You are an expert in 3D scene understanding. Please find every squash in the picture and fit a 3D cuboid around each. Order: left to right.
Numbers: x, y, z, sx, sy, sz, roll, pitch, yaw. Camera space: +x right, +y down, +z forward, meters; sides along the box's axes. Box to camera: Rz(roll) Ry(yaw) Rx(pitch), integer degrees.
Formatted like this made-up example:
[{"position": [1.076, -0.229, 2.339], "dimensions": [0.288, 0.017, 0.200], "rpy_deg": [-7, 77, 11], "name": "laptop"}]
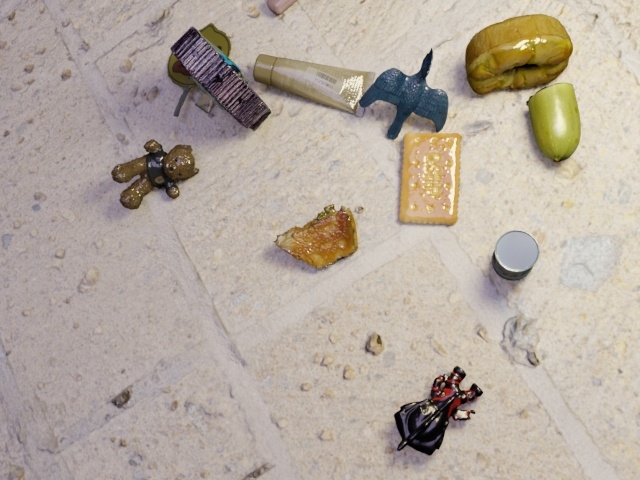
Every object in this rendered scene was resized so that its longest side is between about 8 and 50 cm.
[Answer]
[{"position": [0.589, -0.287, 1.446], "dimensions": [0.123, 0.123, 0.187], "rpy_deg": [-7, 76, 13], "name": "squash"}]

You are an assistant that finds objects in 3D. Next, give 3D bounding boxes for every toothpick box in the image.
[{"position": [0.466, 0.038, 1.389], "dimensions": [0.101, 0.153, 0.101], "rpy_deg": [-3, 77, 14], "name": "toothpick box"}]

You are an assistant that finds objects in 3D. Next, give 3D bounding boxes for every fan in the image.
[{"position": [-0.393, -0.530, 1.787], "dimensions": [0.229, 0.011, 0.335], "rpy_deg": [11, 74, 26], "name": "fan"}, {"position": [-0.059, -0.777, 1.742], "dimensions": [0.244, 0.074, 0.130], "rpy_deg": [-42, 72, 4], "name": "fan"}]

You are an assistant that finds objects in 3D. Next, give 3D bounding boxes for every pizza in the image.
[{"position": [0.000, 0.000, 1.569], "dimensions": [0.226, 0.069, 0.147], "rpy_deg": [-29, 94, 10], "name": "pizza"}]

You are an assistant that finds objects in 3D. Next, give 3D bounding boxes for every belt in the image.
[{"position": [-0.277, -0.444, 1.600], "dimensions": [0.122, 0.325, 0.260], "rpy_deg": [-44, 53, 6], "name": "belt"}]

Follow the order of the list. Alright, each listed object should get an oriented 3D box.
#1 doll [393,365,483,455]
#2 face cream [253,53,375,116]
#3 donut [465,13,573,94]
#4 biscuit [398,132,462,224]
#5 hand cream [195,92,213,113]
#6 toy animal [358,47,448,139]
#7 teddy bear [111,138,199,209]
[{"position": [0.277, 0.421, 1.399], "dimensions": [0.249, 0.088, 0.127], "rpy_deg": [-45, 51, -8], "name": "doll"}, {"position": [-0.023, -0.460, 1.670], "dimensions": [0.341, 0.084, 0.137], "rpy_deg": [16, 85, 9], "name": "face cream"}, {"position": [0.498, -0.473, 1.464], "dimensions": [0.261, 0.208, 0.128], "rpy_deg": [-8, 76, 8], "name": "donut"}, {"position": [0.291, -0.167, 1.537], "dimensions": [0.160, 0.030, 0.250], "rpy_deg": [4, 83, 15], "name": "biscuit"}, {"position": [-0.327, -0.461, 1.766], "dimensions": [0.061, 0.039, 0.143], "rpy_deg": [35, 93, 18], "name": "hand cream"}, {"position": [0.232, -0.382, 1.520], "dimensions": [0.239, 0.176, 0.255], "rpy_deg": [19, 109, 1], "name": "toy animal"}, {"position": [-0.490, -0.209, 1.712], "dimensions": [0.251, 0.182, 0.129], "rpy_deg": [-19, 33, -5], "name": "teddy bear"}]
